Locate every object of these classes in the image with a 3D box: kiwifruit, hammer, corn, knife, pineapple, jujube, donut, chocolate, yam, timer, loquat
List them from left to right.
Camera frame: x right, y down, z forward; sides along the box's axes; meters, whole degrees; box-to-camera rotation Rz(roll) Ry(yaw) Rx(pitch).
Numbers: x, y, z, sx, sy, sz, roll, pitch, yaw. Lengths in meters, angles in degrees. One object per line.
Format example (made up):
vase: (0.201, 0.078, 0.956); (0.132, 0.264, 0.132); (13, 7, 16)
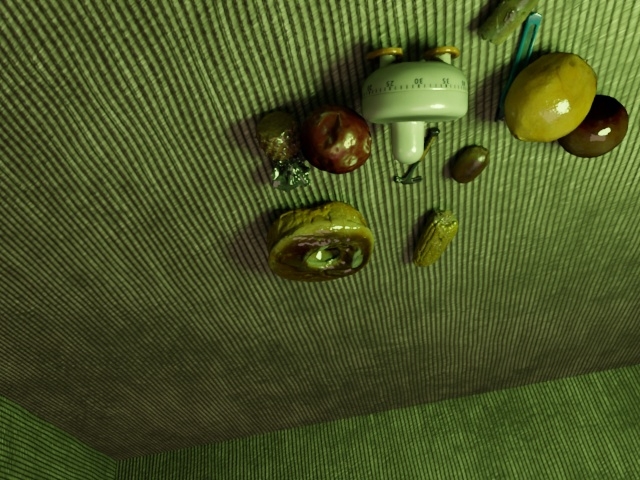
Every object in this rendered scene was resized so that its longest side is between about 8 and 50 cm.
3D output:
pineapple: (-0.086, -0.211, 1.336); (0.119, 0.111, 0.237); (11, 153, 21)
donut: (0.000, 0.000, 1.585); (0.329, 0.160, 0.330); (-8, 153, -4)
jujube: (0.040, -0.226, 1.266); (0.168, 0.168, 0.236); (-13, 172, 6)
timer: (0.204, -0.289, 1.177); (0.233, 0.233, 0.240); (-2, 97, -8)
hammer: (0.271, -0.223, 1.447); (0.078, 0.021, 0.201); (6, 140, -18)
corn: (0.355, -0.002, 1.679); (0.097, 0.097, 0.262); (1, 142, -12)
kiwifruit: (0.405, -0.204, 1.457); (0.075, 0.075, 0.124); (14, 141, -26)
knife: (0.462, -0.395, 1.264); (0.044, 0.026, 0.297); (3, 142, 5)
yam: (0.437, -0.525, 1.063); (0.071, 0.067, 0.317); (-15, 153, -45)
loquat: (0.527, -0.326, 1.229); (0.234, 0.176, 0.187); (-47, 165, 6)
chocolate: (0.680, -0.275, 1.353); (0.176, 0.177, 0.177); (-5, 142, -4)
